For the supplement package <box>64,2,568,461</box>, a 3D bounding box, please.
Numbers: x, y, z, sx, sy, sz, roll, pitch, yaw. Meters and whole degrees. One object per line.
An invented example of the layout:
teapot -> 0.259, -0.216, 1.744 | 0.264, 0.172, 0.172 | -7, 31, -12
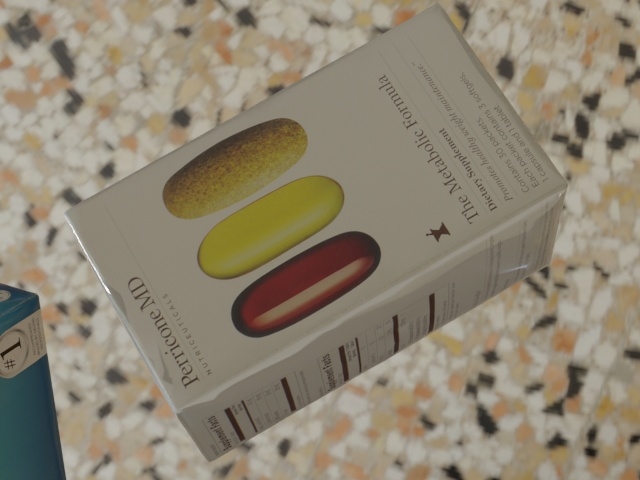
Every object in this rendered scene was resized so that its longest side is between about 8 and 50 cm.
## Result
supplement package -> 0.000, 0.000, 0.897 | 0.244, 0.134, 0.139 | -30, 71, -7

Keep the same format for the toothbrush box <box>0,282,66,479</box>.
toothbrush box -> -0.308, 0.175, 1.000 | 0.126, 0.295, 0.216 | 13, 122, 30
